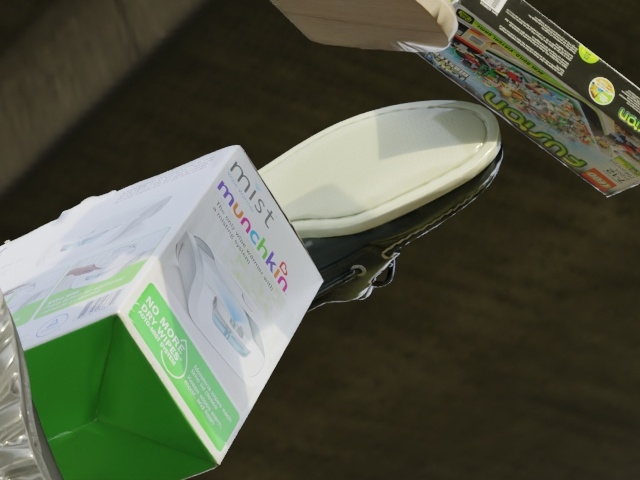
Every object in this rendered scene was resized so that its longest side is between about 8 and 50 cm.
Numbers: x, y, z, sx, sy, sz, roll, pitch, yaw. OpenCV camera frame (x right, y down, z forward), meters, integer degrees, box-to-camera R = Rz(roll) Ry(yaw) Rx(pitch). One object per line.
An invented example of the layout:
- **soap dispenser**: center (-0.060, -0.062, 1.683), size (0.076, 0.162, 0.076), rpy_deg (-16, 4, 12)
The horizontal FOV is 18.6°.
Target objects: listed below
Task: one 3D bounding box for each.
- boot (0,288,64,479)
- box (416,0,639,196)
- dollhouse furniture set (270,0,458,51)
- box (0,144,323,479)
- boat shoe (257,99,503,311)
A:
- **boot**: center (-0.175, 0.219, 1.108), size (0.146, 0.367, 0.445), rpy_deg (-23, -29, -8)
- **box**: center (0.171, -0.116, 1.478), size (0.207, 0.036, 0.114), rpy_deg (36, -19, -9)
- **dollhouse furniture set**: center (0.049, -0.352, 0.994), size (0.394, 0.362, 0.256), rpy_deg (43, -19, -32)
- **box**: center (-0.164, 0.074, 1.304), size (0.262, 0.231, 0.127), rpy_deg (-23, -71, 27)
- **boat shoe**: center (0.000, 0.003, 1.537), size (0.340, 0.127, 0.113), rpy_deg (-27, -52, 10)
